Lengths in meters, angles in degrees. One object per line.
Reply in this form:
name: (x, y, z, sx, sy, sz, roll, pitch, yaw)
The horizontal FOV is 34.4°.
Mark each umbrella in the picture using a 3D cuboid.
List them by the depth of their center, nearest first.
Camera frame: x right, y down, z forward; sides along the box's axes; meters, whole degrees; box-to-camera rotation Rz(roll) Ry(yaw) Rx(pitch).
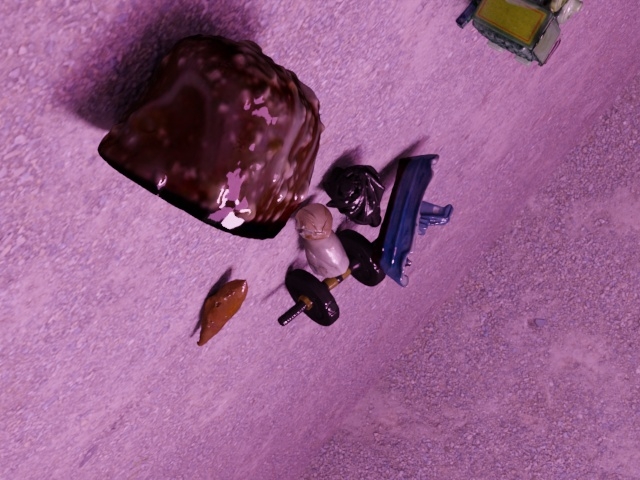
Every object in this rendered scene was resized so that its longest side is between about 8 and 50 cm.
umbrella: (0.086, -0.072, 2.095, 0.118, 0.118, 0.340, -46, 164, -1)

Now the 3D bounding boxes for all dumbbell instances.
dumbbell: (0.034, 0.080, 2.229, 0.325, 0.143, 0.143, -39, 161, -23)

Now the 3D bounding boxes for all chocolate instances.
chocolate: (-0.111, -0.146, 1.321, 0.210, 0.225, 0.340, -58, 160, 8)

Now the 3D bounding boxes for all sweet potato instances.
sweet potato: (-0.194, 0.134, 1.980, 0.068, 0.060, 0.206, 11, 131, -24)

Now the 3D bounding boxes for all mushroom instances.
mushroom: (-0.002, -0.004, 2.063, 0.081, 0.092, 0.223, -23, 149, -2)

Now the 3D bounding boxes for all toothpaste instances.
toothpaste: (0.285, -0.430, 1.918, 0.083, 0.017, 0.020, -48, 161, 3)

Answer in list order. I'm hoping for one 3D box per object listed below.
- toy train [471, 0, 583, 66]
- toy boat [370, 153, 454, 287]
toy train: (0.377, -0.428, 1.875, 0.188, 0.159, 0.271, -62, 167, 11)
toy boat: (0.203, -0.047, 2.187, 0.129, 0.142, 0.309, 97, 9, -72)
